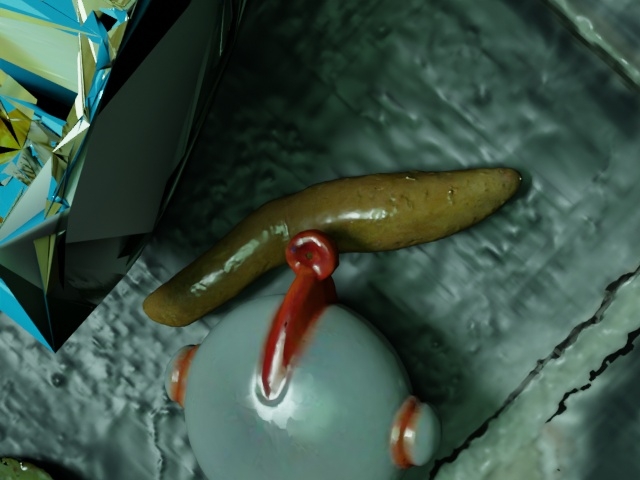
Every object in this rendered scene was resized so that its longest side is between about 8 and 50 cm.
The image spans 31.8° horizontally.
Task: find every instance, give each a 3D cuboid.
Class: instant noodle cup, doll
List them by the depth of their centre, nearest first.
[{"bbox_3d":[-0.134,-0.091,0.424,0.178,0.240,0.240,22,99,2],"label":"instant noodle cup"},{"bbox_3d":[-0.015,0.114,0.481,0.142,0.076,0.245,10,101,20],"label":"doll"}]

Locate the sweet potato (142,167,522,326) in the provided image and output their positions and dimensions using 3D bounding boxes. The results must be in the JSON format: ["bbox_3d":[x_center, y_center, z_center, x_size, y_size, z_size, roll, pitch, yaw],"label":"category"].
[{"bbox_3d":[-0.001,-0.004,0.488,0.179,0.044,0.044,-18,91,9],"label":"sweet potato"}]

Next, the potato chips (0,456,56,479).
[{"bbox_3d":[-0.176,0.204,0.549,0.209,0.026,0.142,-42,88,12],"label":"potato chips"}]
